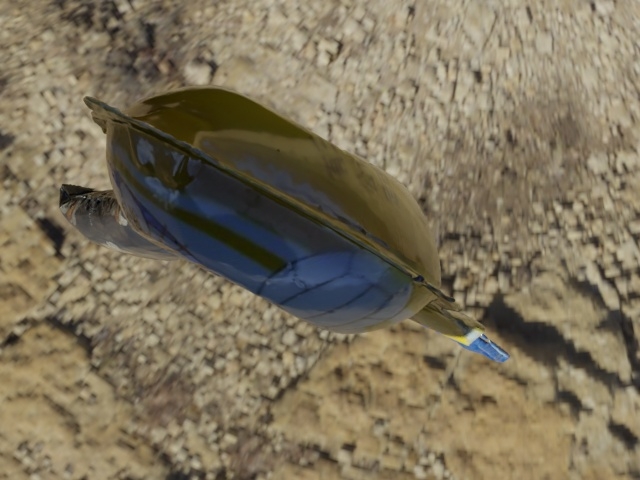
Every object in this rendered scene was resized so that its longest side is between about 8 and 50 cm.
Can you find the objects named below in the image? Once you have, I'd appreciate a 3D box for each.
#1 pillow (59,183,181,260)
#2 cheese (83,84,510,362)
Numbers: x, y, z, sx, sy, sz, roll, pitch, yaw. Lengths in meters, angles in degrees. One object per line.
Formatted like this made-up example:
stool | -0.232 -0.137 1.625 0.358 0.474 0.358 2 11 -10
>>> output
pillow | -0.123 -0.012 1.044 0.090 0.150 0.048 6 91 -29
cheese | 0.000 0.000 0.653 0.177 0.270 0.069 25 86 36
